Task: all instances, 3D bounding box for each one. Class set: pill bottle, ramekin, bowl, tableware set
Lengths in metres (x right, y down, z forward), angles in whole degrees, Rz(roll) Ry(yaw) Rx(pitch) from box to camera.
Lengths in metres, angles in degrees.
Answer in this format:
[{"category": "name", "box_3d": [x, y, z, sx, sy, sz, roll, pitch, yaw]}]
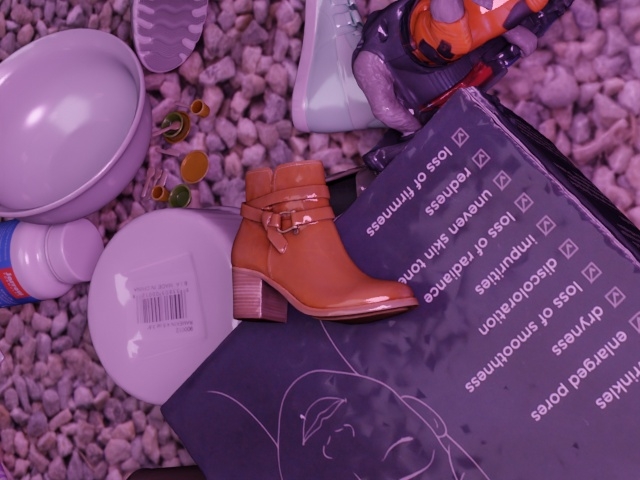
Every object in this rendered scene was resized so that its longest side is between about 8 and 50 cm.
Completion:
[{"category": "pill bottle", "box_3d": [-0.423, 0.029, 1.475, 0.221, 0.124, 0.124, -11, 80, 27]}, {"category": "ramekin", "box_3d": [-0.167, 0.086, 1.333, 0.277, 0.135, 0.277, -3, 83, 27]}, {"category": "bowl", "box_3d": [-0.344, -0.133, 1.421, 0.297, 0.134, 0.298, -11, 59, 18]}, {"category": "tableware set", "box_3d": [-0.192, -0.119, 1.411, 0.104, 0.024, 0.154, 16, 84, 32]}]

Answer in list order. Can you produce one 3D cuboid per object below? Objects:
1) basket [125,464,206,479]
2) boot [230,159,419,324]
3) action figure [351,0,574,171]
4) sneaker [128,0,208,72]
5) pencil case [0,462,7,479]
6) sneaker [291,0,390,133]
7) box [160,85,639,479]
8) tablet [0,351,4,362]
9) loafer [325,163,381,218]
[{"category": "basket", "box_3d": [-0.117, 0.355, 1.265, 0.227, 0.154, 0.204, -20, 62, 26]}, {"category": "boot", "box_3d": [0.000, 0.000, 0.968, 0.197, 0.073, 0.152, 0, 80, 25]}, {"category": "action figure", "box_3d": [0.153, -0.244, 1.080, 0.178, 0.341, 0.330, 49, 150, -5]}, {"category": "sneaker", "box_3d": [-0.223, -0.372, 1.445, 0.115, 0.105, 0.281, 2, 90, 61]}, {"category": "pencil case", "box_3d": [-0.526, 0.319, 1.529, 0.088, 0.086, 0.206, -47, 63, 42]}, {"category": "sneaker", "box_3d": [0.057, -0.252, 1.282, 0.151, 0.094, 0.256, 5, 80, 15]}, {"category": "box", "box_3d": [0.181, 0.194, 1.052, 0.480, 0.297, 0.472, -46, 65, 16]}, {"category": "tablet", "box_3d": [-0.517, 0.168, 1.578, 0.083, 0.006, 0.054, 46, 106, 22]}, {"category": "loafer", "box_3d": [0.046, -0.045, 1.246, 0.267, 0.084, 0.096, -11, 80, 35]}]
